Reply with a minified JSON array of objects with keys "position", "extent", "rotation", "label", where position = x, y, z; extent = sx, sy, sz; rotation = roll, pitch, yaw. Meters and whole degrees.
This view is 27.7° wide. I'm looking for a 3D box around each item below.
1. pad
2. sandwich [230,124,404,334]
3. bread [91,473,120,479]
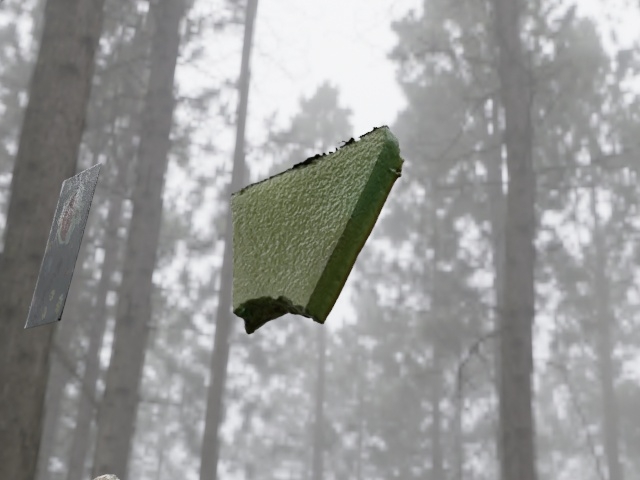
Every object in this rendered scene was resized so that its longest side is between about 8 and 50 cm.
[{"position":[-0.388,0.010,1.950],"extent":[0.006,0.245,0.170],"rotation":[20,-17,-27],"label":"pad"},{"position":[0.000,0.000,1.581],"extent":[0.245,0.212,0.063],"rotation":[-23,-36,31],"label":"sandwich"},{"position":[-0.307,0.437,1.689],"extent":[0.246,0.176,0.195],"rotation":[-29,-68,0],"label":"bread"}]
